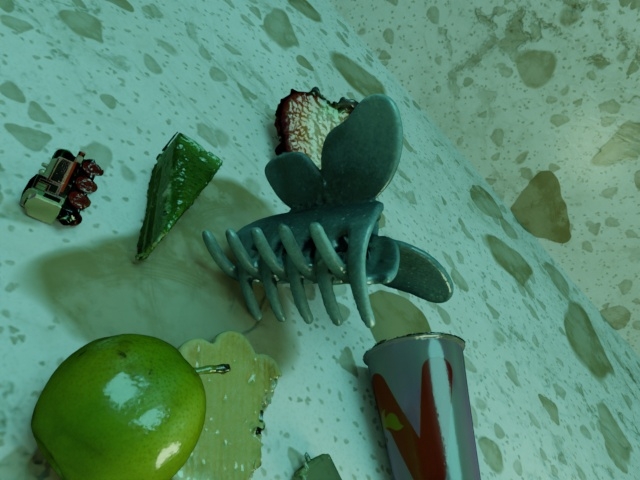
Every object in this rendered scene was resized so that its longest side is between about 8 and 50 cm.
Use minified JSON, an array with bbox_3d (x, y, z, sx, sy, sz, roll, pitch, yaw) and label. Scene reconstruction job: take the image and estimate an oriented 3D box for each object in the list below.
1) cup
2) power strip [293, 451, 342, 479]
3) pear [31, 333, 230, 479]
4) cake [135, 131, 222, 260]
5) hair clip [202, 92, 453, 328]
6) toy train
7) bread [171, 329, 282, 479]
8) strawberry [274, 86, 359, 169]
[{"bbox_3d":[0.188,0.330,0.934,0.203,0.203,0.288,21,49,-37],"label":"cup"},{"bbox_3d":[0.016,0.396,0.790,0.076,0.028,0.169,-9,66,-53],"label":"power strip"},{"bbox_3d":[-0.202,0.180,0.602,0.216,0.166,0.180,-31,61,-33],"label":"pear"},{"bbox_3d":[-0.232,-0.060,0.886,0.099,0.100,0.235,27,39,-31],"label":"cake"},{"bbox_3d":[0.000,0.000,0.896,0.238,0.318,0.392,-43,121,-44],"label":"hair clip"},{"bbox_3d":[-0.377,-0.082,0.784,0.087,0.050,0.138,27,39,-26],"label":"toy train"},{"bbox_3d":[-0.147,0.233,0.750,0.182,0.039,0.251,38,35,-17],"label":"bread"},{"bbox_3d":[-0.016,-0.216,1.308,0.233,0.138,0.306,15,70,-16],"label":"strawberry"}]
